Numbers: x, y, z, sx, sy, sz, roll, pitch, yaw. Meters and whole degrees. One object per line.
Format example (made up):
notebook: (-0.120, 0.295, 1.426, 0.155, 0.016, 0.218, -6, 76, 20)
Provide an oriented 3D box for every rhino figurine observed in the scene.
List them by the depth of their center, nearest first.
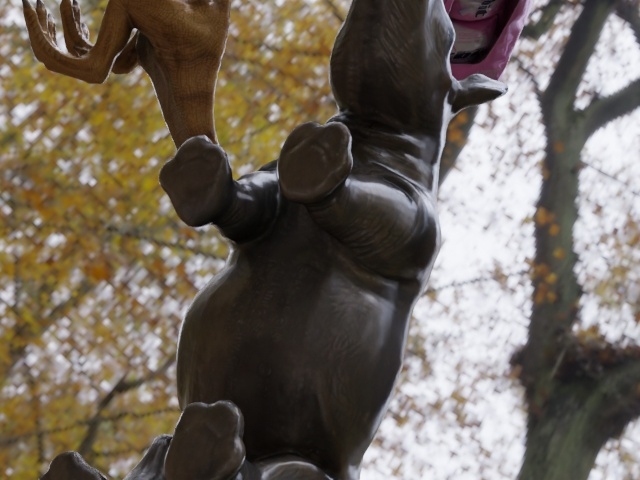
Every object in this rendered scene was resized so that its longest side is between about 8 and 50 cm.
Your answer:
rhino figurine: (0.000, 0.000, 0.460, 0.073, 0.243, 0.106, 14, -16, 31)

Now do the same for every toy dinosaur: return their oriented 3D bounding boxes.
toy dinosaur: (-0.062, -0.084, 0.601, 0.112, 0.211, 0.064, -5, -18, 12)

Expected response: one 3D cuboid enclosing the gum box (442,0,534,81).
gum box: (0.058, -0.176, 0.729, 0.062, 0.188, 0.107, -4, -34, -16)
